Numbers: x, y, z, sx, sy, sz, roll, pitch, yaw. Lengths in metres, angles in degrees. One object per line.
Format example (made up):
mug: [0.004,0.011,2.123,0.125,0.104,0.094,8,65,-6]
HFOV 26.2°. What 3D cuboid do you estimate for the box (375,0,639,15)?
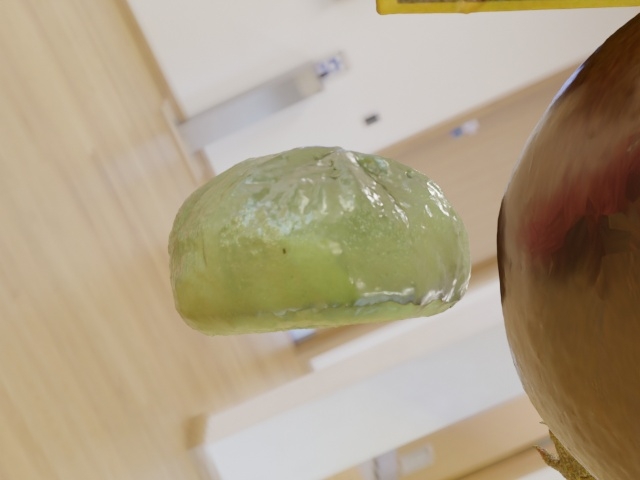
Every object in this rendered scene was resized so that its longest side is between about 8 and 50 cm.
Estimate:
box: [0.165,-0.191,0.560,0.193,0.302,0.084,80,12,-51]

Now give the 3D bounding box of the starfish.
starfish: [0.170,0.155,0.900,0.092,0.016,0.086,58,-13,-9]

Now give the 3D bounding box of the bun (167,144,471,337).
bun: [0.000,0.000,0.879,0.195,0.195,0.118,32,54,-78]

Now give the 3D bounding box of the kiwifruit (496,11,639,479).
kiwifruit: [0.154,0.008,0.424,0.196,0.196,0.234,64,-20,-13]
